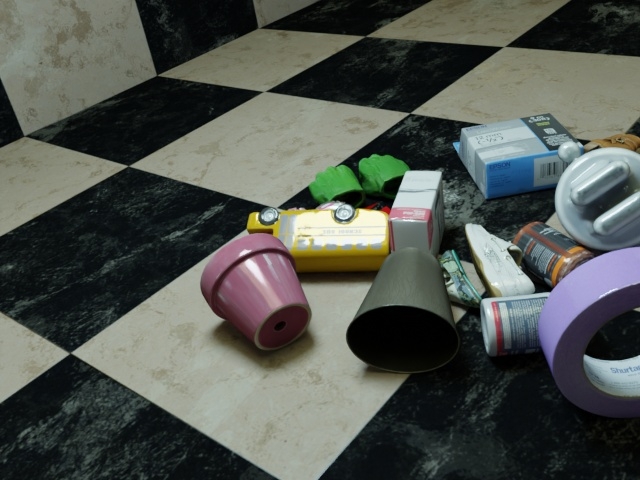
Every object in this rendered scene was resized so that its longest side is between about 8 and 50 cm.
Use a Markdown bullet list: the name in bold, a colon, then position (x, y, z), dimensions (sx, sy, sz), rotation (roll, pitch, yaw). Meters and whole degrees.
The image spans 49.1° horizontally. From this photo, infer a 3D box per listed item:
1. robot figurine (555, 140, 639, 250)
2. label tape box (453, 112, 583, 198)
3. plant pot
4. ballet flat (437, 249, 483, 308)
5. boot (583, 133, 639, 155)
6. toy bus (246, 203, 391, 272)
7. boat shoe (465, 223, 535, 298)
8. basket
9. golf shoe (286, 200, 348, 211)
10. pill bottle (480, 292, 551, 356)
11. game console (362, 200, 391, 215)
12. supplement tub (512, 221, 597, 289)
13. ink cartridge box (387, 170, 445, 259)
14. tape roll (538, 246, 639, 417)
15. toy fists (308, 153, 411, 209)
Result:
- **robot figurine**: position (0.584, -0.083, 1.434), dimensions (0.200, 0.300, 0.353), rotation (-33, -9, 17)
- **label tape box**: position (0.513, -0.254, 1.876), dimensions (0.249, 0.115, 0.347), rotation (-10, 33, 1)
- **plant pot**: position (-0.116, 0.116, 1.420), dimensions (0.201, 0.201, 0.180), rotation (-24, 50, -20)
- **ballet flat**: position (0.283, 0.092, 1.455), dimensions (0.070, 0.070, 0.188), rotation (-11, 30, -1)
- **boot**: position (0.778, -0.224, 1.793), dimensions (0.152, 0.073, 0.197), rotation (-22, 36, -26)
- **toy bus**: position (0.000, 0.000, 1.599), dimensions (0.333, 0.108, 0.130), rotation (-2, 64, 14)
- **boat shoe**: position (0.369, 0.044, 1.442), dimensions (0.096, 0.098, 0.277), rotation (-20, 31, 7)
- **basket**: position (0.166, 0.123, 1.351), dimensions (0.204, 0.154, 0.227), rotation (-1, 29, 12)
- **golf shoe**: position (-0.009, -0.045, 1.746), dimensions (0.186, 0.067, 0.086), rotation (-11, 38, 20)
- **pill bottle**: position (0.389, 0.150, 1.274), dimensions (0.180, 0.108, 0.108), rotation (-6, 32, 7)
- **game console**: position (0.118, -0.026, 1.723), dimensions (0.144, 0.085, 0.124), rotation (-37, 9, -37)
- **supplement tub**: position (0.485, 0.045, 1.415), dimensions (0.106, 0.106, 0.198), rotation (-21, 33, -16)
- **ink cartridge box**: position (0.220, -0.038, 1.575), dimensions (0.092, 0.158, 0.218), rotation (1, 34, 16)
- **tape roll**: position (0.488, 0.148, 1.089), dimensions (0.275, 0.274, 0.090), rotation (-8, 32, 4)
- **toy fists**: position (0.109, -0.151, 1.853), dimensions (0.279, 0.096, 0.142), rotation (-18, 42, -14)
